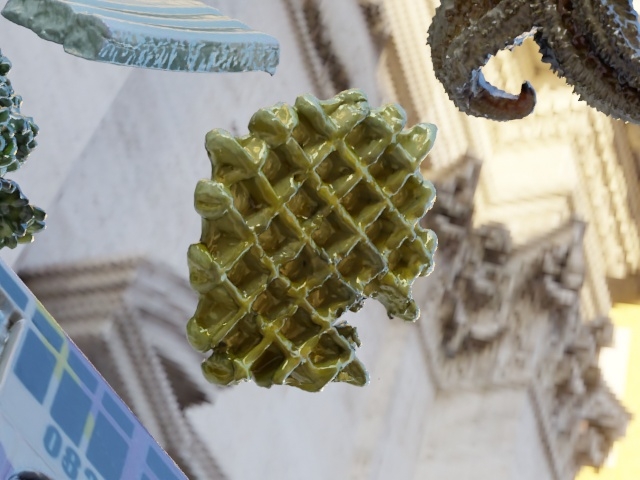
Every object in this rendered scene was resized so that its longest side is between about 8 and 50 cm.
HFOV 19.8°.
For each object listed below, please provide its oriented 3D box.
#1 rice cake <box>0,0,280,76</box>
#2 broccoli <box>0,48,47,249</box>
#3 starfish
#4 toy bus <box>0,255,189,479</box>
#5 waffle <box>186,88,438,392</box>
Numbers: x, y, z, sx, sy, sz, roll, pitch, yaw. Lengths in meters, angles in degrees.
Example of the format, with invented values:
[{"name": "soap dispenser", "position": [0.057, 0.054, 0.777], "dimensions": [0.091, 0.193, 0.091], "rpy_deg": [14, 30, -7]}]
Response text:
[{"name": "rice cake", "position": [-0.144, -0.173, 1.517], "dimensions": [0.127, 0.237, 0.043], "rpy_deg": [29, -72, 35]}, {"name": "broccoli", "position": [-0.369, -0.123, 1.590], "dimensions": [0.324, 0.334, 0.272], "rpy_deg": [18, -70, -20]}, {"name": "starfish", "position": [0.174, -0.215, 1.229], "dimensions": [0.303, 0.113, 0.312], "rpy_deg": [-9, -84, 37]}, {"name": "toy bus", "position": [-0.265, 0.114, 1.086], "dimensions": [0.209, 0.249, 0.440], "rpy_deg": [-30, -67, 18]}, {"name": "waffle", "position": [-0.001, 0.000, 1.491], "dimensions": [0.056, 0.261, 0.250], "rpy_deg": [15, -77, 51]}]
